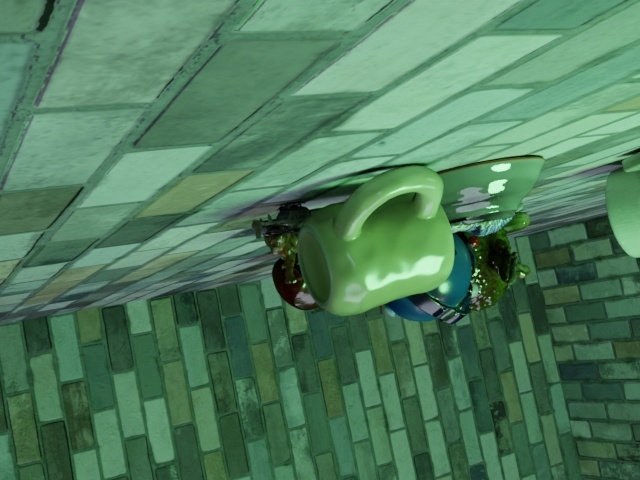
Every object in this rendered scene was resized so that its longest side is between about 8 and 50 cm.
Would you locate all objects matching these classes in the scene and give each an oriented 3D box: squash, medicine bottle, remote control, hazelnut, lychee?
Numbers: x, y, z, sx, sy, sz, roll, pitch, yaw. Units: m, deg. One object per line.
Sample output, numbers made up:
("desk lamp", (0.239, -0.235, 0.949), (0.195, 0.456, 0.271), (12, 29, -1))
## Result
("squash", (0.555, -0.045, 2.456), (0.066, 0.066, 0.229), (-8, 174, -34))
("medicine bottle", (0.763, -0.092, 1.516), (0.371, 0.211, 0.211), (-15, 174, 43))
("remote control", (0.627, -0.162, 1.427), (0.088, 0.029, 0.190), (-10, 172, -12))
("hazelnut", (-0.029, 0.092, 2.170), (0.204, 0.178, 0.178), (-41, -179, -11))
("lychee", (0.375, 0.054, 2.044), (0.320, 0.269, 0.270), (-33, 163, 36))

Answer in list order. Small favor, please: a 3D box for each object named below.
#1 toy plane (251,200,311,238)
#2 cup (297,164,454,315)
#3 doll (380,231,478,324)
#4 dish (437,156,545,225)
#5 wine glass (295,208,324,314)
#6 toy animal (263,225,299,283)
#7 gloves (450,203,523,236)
("toy plane", (-0.056, -0.033, 1.256), (0.121, 0.049, 0.031), (-8, 174, -30))
("cup", (0.093, 0.007, 1.190), (0.202, 0.173, 0.255), (-14, 171, -22))
("doll", (0.237, 0.062, 1.793), (0.240, 0.284, 0.310), (-45, 165, 29))
("dish", (0.256, -0.070, 1.341), (0.260, 0.085, 0.260), (-11, 176, -1))
("wine glass", (0.013, 0.037, 1.445), (0.122, 0.182, 0.122), (-12, 177, -1))
("toy animal", (-0.006, -0.002, 1.599), (0.255, 0.116, 0.114), (-14, -159, -30))
("gloves", (0.348, -0.060, 1.716), (0.229, 0.097, 0.119), (-14, -153, -24))
